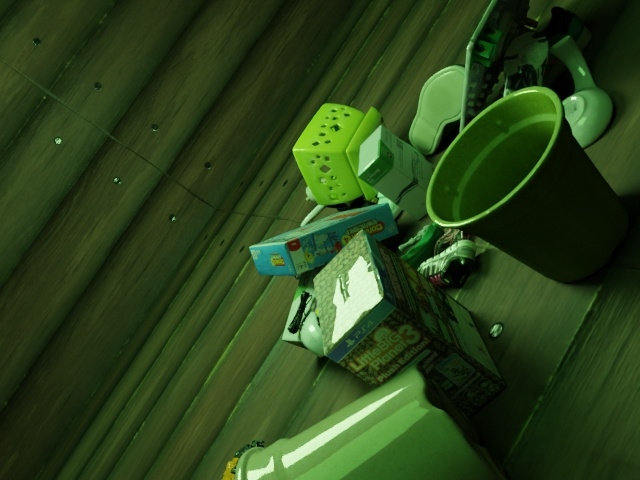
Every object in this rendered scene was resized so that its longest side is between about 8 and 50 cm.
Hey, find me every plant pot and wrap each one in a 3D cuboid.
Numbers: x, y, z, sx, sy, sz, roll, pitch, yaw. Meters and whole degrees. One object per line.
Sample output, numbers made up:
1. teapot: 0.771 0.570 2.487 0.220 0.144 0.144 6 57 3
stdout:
1. plant pot: 0.086 -0.250 1.903 0.207 0.227 0.228 4 49 33
2. plant pot: 0.097 0.365 0.975 0.305 0.334 0.334 -39 23 6
3. plant pot: 0.365 -0.069 1.095 0.276 0.253 0.276 -45 23 25

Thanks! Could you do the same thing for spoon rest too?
1. spoon rest: 0.534 -0.299 1.356 0.137 0.084 0.277 -32 44 46

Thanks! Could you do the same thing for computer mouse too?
1. computer mouse: -0.026 0.194 1.478 0.106 0.042 0.193 -64 26 9

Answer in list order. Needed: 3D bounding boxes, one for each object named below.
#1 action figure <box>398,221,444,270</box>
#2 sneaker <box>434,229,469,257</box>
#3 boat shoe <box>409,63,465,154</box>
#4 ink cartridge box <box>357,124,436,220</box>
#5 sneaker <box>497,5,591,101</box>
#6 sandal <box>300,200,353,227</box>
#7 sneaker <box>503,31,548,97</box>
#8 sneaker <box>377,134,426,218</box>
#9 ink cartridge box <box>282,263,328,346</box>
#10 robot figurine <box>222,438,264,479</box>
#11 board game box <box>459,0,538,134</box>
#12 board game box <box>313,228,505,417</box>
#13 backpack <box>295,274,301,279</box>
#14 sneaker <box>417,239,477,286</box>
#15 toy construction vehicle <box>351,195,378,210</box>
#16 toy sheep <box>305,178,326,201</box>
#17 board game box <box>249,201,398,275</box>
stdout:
1. action figure: 0.212 0.041 1.453 0.063 0.137 0.232 24 67 45
2. sneaker: 0.295 0.003 1.427 0.119 0.047 0.057 -56 33 -2
3. boat shoe: 0.333 -0.353 1.693 0.113 0.127 0.340 -43 -16 -24
4. ink cartridge box: 0.201 -0.170 1.650 0.087 0.208 0.153 -43 23 34
5. sneaker: 0.486 -0.405 1.525 0.302 0.121 0.108 -51 21 7
6. sandal: 0.049 -0.114 2.054 0.265 0.076 0.102 -45 3 -14
7. sneaker: 0.451 -0.331 1.447 0.093 0.153 0.235 1 63 14
8. sneaker: 0.171 -0.165 1.780 0.094 0.151 0.256 -2 56 62
9. ink cartridge box: 0.042 0.163 1.559 0.278 0.117 0.202 -11 59 60
10. robot figurine: -0.135 0.547 1.439 0.291 0.085 0.211 -24 36 51
11. board game box: 0.434 -0.469 1.517 0.390 0.050 0.390 -60 -18 -15
12. board game box: 0.148 0.157 1.153 0.141 0.291 0.232 -47 22 18
13. backpack: -0.047 0.059 1.971 0.105 0.084 0.115 -98 7 -63
14. sneaker: 0.259 0.070 1.366 0.170 0.063 0.075 -40 25 30
15. toy construction vehicle: 0.127 -0.099 1.929 0.086 0.035 0.098 -54 21 1
16. toy sheep: -0.004 -0.171 2.238 0.132 0.091 0.091 -40 25 32
17. board game box: 0.000 0.000 1.725 0.301 0.086 0.308 -21 6 -21
